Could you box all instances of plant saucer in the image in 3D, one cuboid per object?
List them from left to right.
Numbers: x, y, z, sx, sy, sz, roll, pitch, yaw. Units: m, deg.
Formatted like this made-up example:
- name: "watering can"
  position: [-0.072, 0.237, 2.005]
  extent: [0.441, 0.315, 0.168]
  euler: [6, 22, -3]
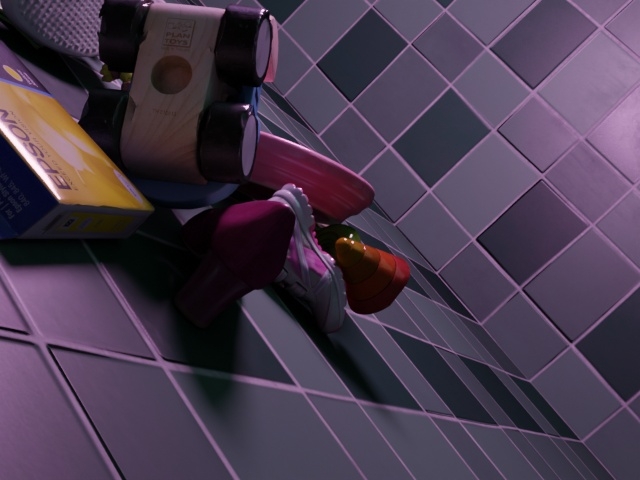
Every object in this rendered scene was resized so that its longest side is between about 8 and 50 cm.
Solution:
- name: "plant saucer"
  position: [-0.066, -0.112, 1.750]
  extent: [0.332, 0.084, 0.332]
  euler: [21, -7, 3]

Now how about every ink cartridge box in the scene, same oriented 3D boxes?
- name: "ink cartridge box"
  position: [-0.351, -0.126, 1.003]
  extent: [0.304, 0.072, 0.307]
  euler: [48, 8, 9]

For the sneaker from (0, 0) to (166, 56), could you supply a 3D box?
- name: "sneaker"
  position: [-0.406, -0.364, 1.543]
  extent: [0.150, 0.135, 0.366]
  euler: [9, 5, 27]

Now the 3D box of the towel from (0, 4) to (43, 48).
- name: "towel"
  position: [-0.485, -0.362, 1.526]
  extent: [0.113, 0.023, 0.152]
  euler: [40, 14, -21]

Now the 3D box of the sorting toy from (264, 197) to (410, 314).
- name: "sorting toy"
  position: [0.000, 0.000, 1.630]
  extent: [0.126, 0.127, 0.365]
  euler: [48, -10, -36]

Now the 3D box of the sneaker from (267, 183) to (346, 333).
- name: "sneaker"
  position: [-0.045, 0.041, 1.530]
  extent: [0.252, 0.111, 0.103]
  euler: [65, -23, 5]

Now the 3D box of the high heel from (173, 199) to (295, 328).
- name: "high heel"
  position: [-0.092, -0.011, 1.265]
  extent: [0.127, 0.181, 0.377]
  euler: [43, 11, -16]

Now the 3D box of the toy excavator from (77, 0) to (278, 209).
- name: "toy excavator"
  position: [-0.168, -0.226, 1.438]
  extent: [0.222, 0.433, 0.445]
  euler: [6, -17, 6]

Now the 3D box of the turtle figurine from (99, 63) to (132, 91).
- name: "turtle figurine"
  position: [-0.283, -0.213, 1.554]
  extent: [0.217, 0.087, 0.269]
  euler: [52, 12, 32]

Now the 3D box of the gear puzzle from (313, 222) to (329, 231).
- name: "gear puzzle"
  position: [-0.017, -0.056, 2.181]
  extent: [0.339, 0.044, 0.175]
  euler: [54, 11, 24]
